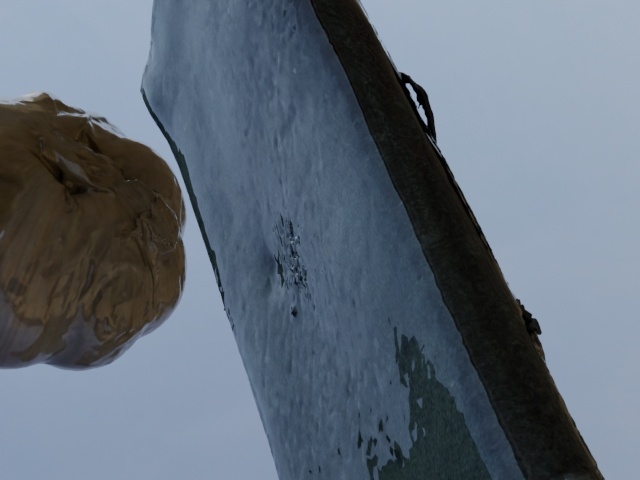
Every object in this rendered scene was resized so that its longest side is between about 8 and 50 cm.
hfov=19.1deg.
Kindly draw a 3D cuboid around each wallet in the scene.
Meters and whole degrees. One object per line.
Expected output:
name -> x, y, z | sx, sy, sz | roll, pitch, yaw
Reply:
wallet -> 0.000, 0.000, 0.753 | 0.046, 0.191, 0.379 | -4, -130, -23

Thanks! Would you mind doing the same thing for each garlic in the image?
garlic -> -0.188, -0.013, 1.287 | 0.228, 0.152, 0.228 | 13, -140, -11
